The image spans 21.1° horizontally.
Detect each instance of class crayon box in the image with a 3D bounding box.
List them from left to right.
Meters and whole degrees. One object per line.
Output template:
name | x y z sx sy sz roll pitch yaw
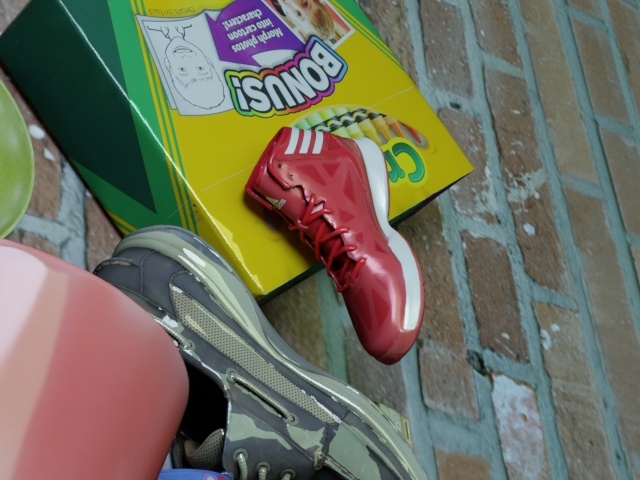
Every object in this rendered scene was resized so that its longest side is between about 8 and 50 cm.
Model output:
crayon box | -0.064 -0.117 1.544 0.313 0.106 0.363 54 39 4

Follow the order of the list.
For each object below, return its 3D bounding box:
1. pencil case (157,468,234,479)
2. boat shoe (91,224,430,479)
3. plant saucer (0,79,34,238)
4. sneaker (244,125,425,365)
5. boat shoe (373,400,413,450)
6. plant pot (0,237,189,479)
pencil case | -0.090 0.305 1.174 0.119 0.133 0.306 -14 60 0
boat shoe | -0.059 0.150 1.339 0.355 0.132 0.130 44 48 5
plant saucer | -0.333 -0.081 1.311 0.241 0.037 0.241 25 45 -28
sneaker | 0.000 0.000 1.391 0.128 0.087 0.221 12 44 -31
boat shoe | 0.065 0.199 1.461 0.045 0.050 0.135 17 49 -28
plant pot | -0.233 0.164 1.052 0.275 0.275 0.243 29 52 -25
